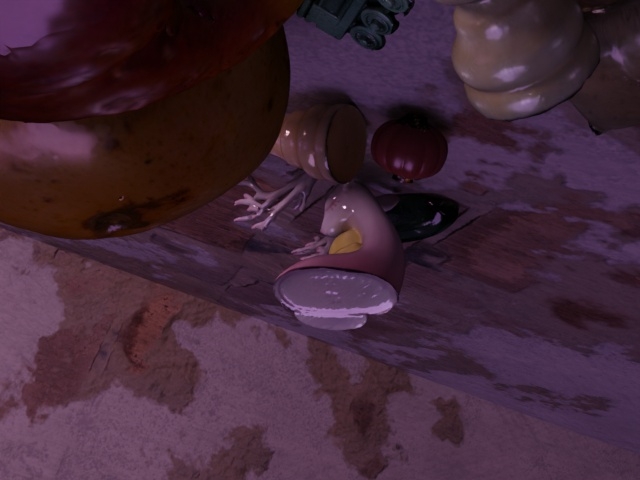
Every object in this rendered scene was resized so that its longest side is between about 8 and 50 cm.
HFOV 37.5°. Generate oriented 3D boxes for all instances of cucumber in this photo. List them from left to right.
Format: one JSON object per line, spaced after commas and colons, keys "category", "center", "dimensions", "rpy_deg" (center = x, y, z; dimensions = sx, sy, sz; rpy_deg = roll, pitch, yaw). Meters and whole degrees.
{"category": "cucumber", "center": [0.142, -0.030, 1.639], "dimensions": [0.115, 0.063, 0.244], "rpy_deg": [25, 160, -25]}

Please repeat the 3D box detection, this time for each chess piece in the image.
{"category": "chess piece", "center": [-0.129, -0.162, 1.418], "dimensions": [0.397, 0.117, 0.117], "rpy_deg": [9, 161, 30]}
{"category": "chess piece", "center": [0.148, -0.237, 0.843], "dimensions": [0.133, 0.133, 0.243], "rpy_deg": [1, 141, 42]}

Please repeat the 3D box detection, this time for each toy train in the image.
{"category": "toy train", "center": [0.045, -0.266, 0.992], "dimensions": [0.111, 0.071, 0.170], "rpy_deg": [27, 161, -7]}

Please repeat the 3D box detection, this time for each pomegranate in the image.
{"category": "pomegranate", "center": [-0.236, -0.199, 0.991], "dimensions": [0.416, 0.417, 0.417], "rpy_deg": [16, 163, 5]}

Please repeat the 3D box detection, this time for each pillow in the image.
{"category": "pillow", "center": [0.356, -0.181, 0.928], "dimensions": [0.302, 0.075, 0.185], "rpy_deg": [-5, 144, 46]}

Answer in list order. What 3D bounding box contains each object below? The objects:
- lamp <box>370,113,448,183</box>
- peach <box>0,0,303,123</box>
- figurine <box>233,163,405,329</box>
{"category": "lamp", "center": [0.123, -0.127, 1.299], "dimensions": [0.107, 0.092, 0.107], "rpy_deg": [11, -163, -3]}
{"category": "peach", "center": [-0.172, -0.273, 0.568], "dimensions": [0.416, 0.353, 0.339], "rpy_deg": [37, 152, 22]}
{"category": "figurine", "center": [-0.004, -0.011, 1.534], "dimensions": [0.284, 0.316, 0.206], "rpy_deg": [-24, 123, 29]}
